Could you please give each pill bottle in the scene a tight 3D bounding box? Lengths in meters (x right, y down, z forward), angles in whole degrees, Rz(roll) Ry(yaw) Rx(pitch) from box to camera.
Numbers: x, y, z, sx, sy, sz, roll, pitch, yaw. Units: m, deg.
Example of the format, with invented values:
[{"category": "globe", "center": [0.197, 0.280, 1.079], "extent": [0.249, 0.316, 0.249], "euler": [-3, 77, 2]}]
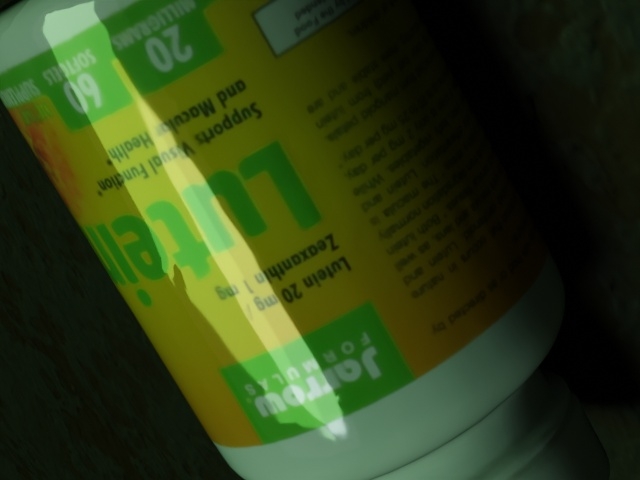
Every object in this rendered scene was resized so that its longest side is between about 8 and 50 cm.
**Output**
[{"category": "pill bottle", "center": [0.000, 0.000, 0.602], "extent": [0.245, 0.136, 0.136], "euler": [60, 154, -12]}]
